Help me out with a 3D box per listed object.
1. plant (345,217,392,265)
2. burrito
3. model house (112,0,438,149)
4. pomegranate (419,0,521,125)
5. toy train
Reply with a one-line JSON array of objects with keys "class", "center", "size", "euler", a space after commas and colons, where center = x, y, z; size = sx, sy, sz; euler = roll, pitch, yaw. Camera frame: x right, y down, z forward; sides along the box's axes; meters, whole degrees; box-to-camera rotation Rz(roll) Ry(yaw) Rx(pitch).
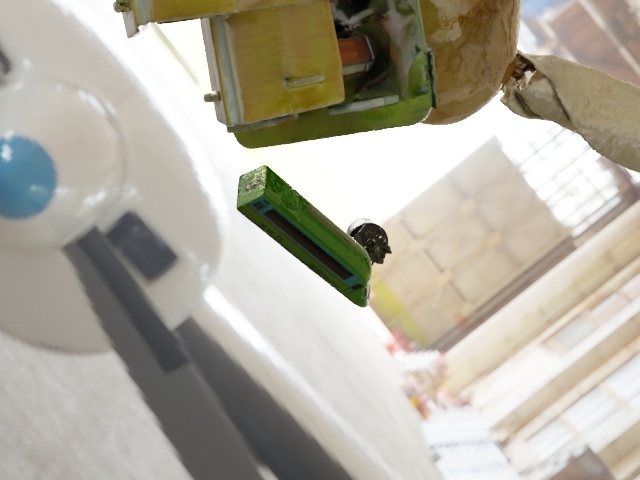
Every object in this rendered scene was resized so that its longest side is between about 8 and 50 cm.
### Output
[{"class": "plant", "center": [0.055, 0.007, 1.600], "size": [0.051, 0.051, 0.102], "euler": [51, 4, -17]}, {"class": "burrito", "center": [0.383, -0.127, 1.673], "size": [0.392, 0.076, 0.117], "euler": [22, 52, -15]}, {"class": "model house", "center": [-0.126, -0.210, 1.147], "size": [0.323, 0.340, 0.300], "euler": [-23, 105, -65]}, {"class": "pomegranate", "center": [0.113, -0.243, 1.525], "size": [0.233, 0.233, 0.233], "euler": [51, 2, -3]}, {"class": "toy train", "center": [0.000, 0.000, 1.393], "size": [0.209, 0.042, 0.044], "euler": [39, 39, -37]}]
